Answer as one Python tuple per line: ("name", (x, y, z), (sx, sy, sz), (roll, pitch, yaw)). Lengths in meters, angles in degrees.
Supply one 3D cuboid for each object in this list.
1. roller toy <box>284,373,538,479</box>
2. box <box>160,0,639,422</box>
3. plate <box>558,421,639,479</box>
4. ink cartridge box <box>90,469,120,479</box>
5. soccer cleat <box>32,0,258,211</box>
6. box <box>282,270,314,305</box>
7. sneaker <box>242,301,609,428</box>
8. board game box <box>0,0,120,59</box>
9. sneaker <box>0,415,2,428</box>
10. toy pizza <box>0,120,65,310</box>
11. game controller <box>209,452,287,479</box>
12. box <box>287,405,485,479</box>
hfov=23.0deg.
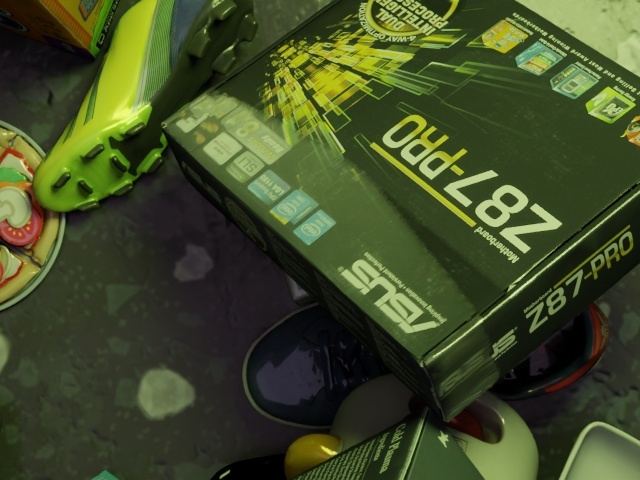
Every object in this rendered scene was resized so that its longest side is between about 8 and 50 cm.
("roller toy", (0.089, 0.223, 1.398), (0.191, 0.146, 0.209), (-16, 125, 32))
("box", (0.096, -0.071, 1.368), (0.318, 0.097, 0.395), (-38, 50, -11))
("plate", (0.282, 0.334, 1.454), (0.278, 0.045, 0.277), (28, 88, -23))
("ink cartridge box", (-0.177, 0.298, 1.487), (0.143, 0.090, 0.092), (33, 89, 3))
("soccer cleat", (-0.182, -0.150, 1.528), (0.289, 0.093, 0.121), (-49, 56, 3))
("box", (0.000, 0.000, 1.493), (0.087, 0.102, 0.101), (-19, 85, -1))
("sneaker", (0.096, 0.099, 1.462), (0.350, 0.148, 0.131), (-12, 87, 1))
("board game box", (-0.329, -0.412, 1.398), (0.356, 0.356, 0.356), (21, 87, 3))
("sneaker", (-0.358, 0.302, 1.449), (0.146, 0.122, 0.330), (45, 47, -27))
("toy pizza", (-0.351, -0.025, 1.539), (0.201, 0.032, 0.201), (0, 87, 2))
("game controller", (-0.022, 0.359, 1.473), (0.166, 0.067, 0.319), (-5, 85, -32))
("box", (0.045, 0.366, 1.283), (0.312, 0.179, 0.343), (-32, 104, 24))
